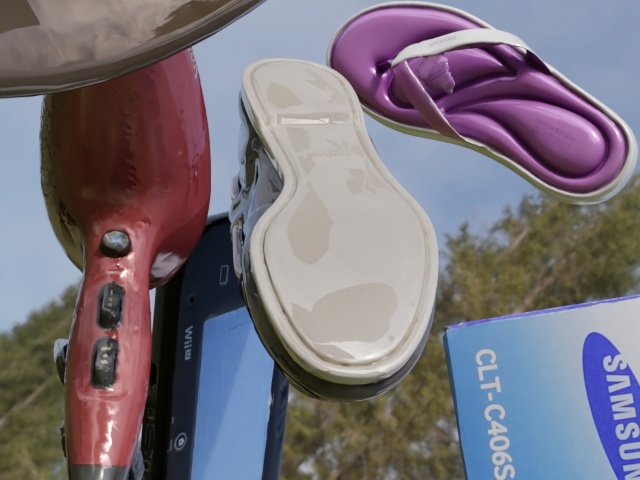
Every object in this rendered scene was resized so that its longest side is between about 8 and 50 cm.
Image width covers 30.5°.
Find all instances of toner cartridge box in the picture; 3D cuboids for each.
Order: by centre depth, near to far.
[{"bbox_3d":[0.124,0.124,0.504,0.075,0.165,0.348,-11,-11,12],"label":"toner cartridge box"}]

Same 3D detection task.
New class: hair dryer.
[{"bbox_3d":[-0.076,0.022,0.505,0.223,0.080,0.293,-136,-137,-70],"label":"hair dryer"}]

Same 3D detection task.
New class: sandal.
[{"bbox_3d":[0.187,-0.186,1.405,0.416,0.169,0.102,27,0,21],"label":"sandal"}]

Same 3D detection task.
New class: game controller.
[{"bbox_3d":[-0.077,0.130,0.899,0.067,0.166,0.319,11,-75,20],"label":"game controller"}]

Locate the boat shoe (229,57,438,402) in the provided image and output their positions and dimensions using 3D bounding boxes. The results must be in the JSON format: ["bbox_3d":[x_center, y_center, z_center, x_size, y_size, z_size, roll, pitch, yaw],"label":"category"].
[{"bbox_3d":[0.000,0.000,0.732,0.335,0.112,0.095,-102,-164,-54],"label":"boat shoe"}]

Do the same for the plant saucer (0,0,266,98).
[{"bbox_3d":[-0.031,-0.152,0.275,0.041,0.278,0.278,46,-26,20],"label":"plant saucer"}]
